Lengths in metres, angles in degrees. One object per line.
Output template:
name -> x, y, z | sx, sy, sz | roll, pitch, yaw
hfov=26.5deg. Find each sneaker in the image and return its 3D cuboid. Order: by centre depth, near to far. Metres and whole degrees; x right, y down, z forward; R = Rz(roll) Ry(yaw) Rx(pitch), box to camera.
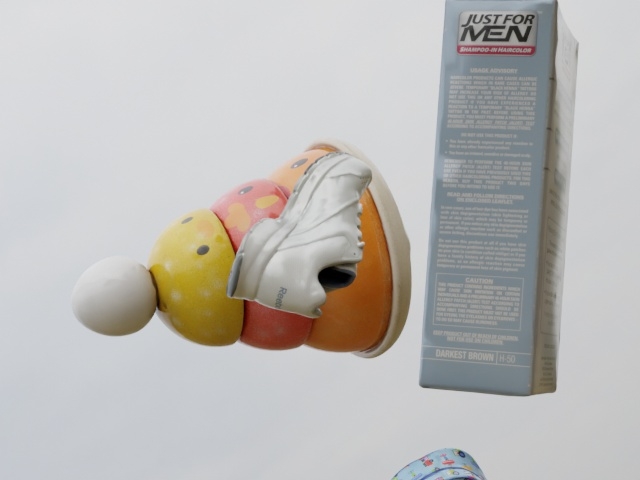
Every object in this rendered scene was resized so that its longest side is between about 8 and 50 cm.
sneaker -> 0.000, 0.000, 1.648 | 0.297, 0.129, 0.111 | -53, -15, -45

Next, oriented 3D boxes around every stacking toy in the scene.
stacking toy -> -0.134, 0.054, 2.027 | 0.479, 0.351, 0.351 | -14, -26, -25

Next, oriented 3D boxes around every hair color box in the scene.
hair color box -> 0.182, -0.037, 1.356 | 0.113, 0.375, 0.185 | 4, -4, 17

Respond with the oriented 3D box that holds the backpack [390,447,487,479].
backpack -> 0.174, 0.374, 1.814 | 0.158, 0.173, 0.117 | -24, 18, -9
